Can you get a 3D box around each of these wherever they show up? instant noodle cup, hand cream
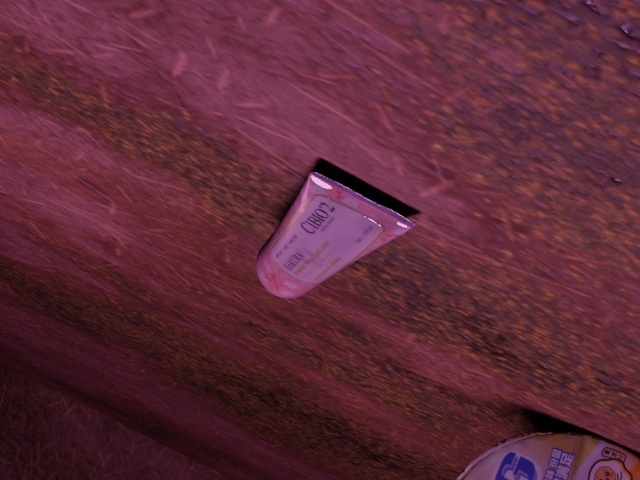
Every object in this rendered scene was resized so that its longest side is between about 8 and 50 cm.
[{"bbox_3d":[0.197,0.260,1.339,0.205,0.205,0.153,23,173,17],"label":"instant noodle cup"},{"bbox_3d":[0.000,0.000,1.046,0.067,0.043,0.209,28,162,-6],"label":"hand cream"}]
